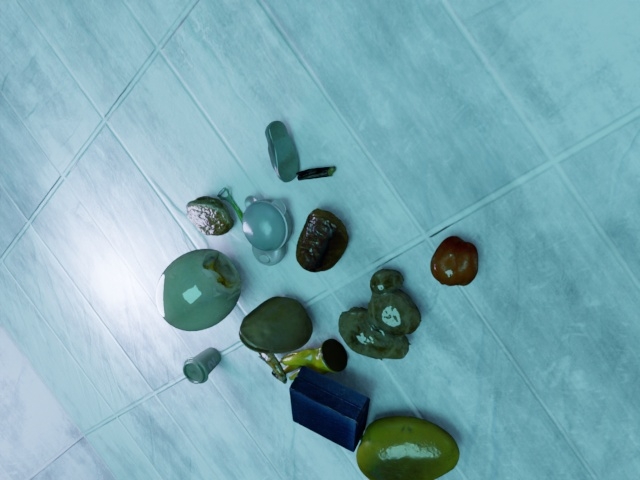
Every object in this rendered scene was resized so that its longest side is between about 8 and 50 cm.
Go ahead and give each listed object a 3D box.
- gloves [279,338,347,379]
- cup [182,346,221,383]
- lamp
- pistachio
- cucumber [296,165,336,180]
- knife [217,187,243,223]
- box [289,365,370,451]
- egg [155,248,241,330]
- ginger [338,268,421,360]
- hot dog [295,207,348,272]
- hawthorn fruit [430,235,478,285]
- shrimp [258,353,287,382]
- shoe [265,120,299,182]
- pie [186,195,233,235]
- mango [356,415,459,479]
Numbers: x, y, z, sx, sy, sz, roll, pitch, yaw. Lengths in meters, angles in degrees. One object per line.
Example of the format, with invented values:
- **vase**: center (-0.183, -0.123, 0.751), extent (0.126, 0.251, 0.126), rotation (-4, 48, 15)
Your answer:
- **gloves**: center (-0.042, 0.455, 1.795), extent (0.294, 0.116, 0.133), rotation (-32, 85, 41)
- **cup**: center (-0.478, 0.506, 2.014), extent (0.120, 0.141, 0.120), rotation (8, 111, 23)
- **lamp**: center (-0.186, -0.026, 1.659), extent (0.180, 0.108, 0.245), rotation (13, 116, 28)
- **pistachio**: center (-0.151, 0.302, 1.691), extent (0.213, 0.260, 0.162), rotation (32, 132, 23)
- **cucumber**: center (-0.015, -0.211, 1.537), extent (0.135, 0.034, 0.033), rotation (-1, 126, 32)
- **knife**: center (-0.299, -0.110, 1.731), extent (0.166, 0.023, 0.078), rotation (55, 146, -3)
- **box**: center (0.031, 0.598, 1.750), extent (0.262, 0.116, 0.279), rotation (22, 143, 19)
- **egg**: center (-0.452, 0.188, 1.785), extent (0.336, 0.278, 0.278), rotation (-33, 93, 30)
- **ginger**: center (0.200, 0.242, 1.554), extent (0.245, 0.155, 0.304), rotation (38, 115, 17)
- **hot dog**: center (0.001, 0.002, 1.577), extent (0.160, 0.099, 0.226), rotation (37, 124, 10)
- **hawthorn fruit**: center (0.379, 0.059, 1.385), extent (0.133, 0.133, 0.137), rotation (13, 105, 23)
- **shrimp**: center (-0.190, 0.468, 1.872), extent (0.217, 0.051, 0.150), rotation (35, 151, 45)
- **shoe**: center (-0.127, -0.283, 1.555), extent (0.078, 0.079, 0.195), rotation (36, 146, 58)
- **pie**: center (-0.394, -0.087, 1.763), extent (0.194, 0.079, 0.163), rotation (7, 127, 27)
- **mango**: center (0.290, 0.722, 1.674), extent (0.365, 0.182, 0.252), rotation (-17, 101, 33)
